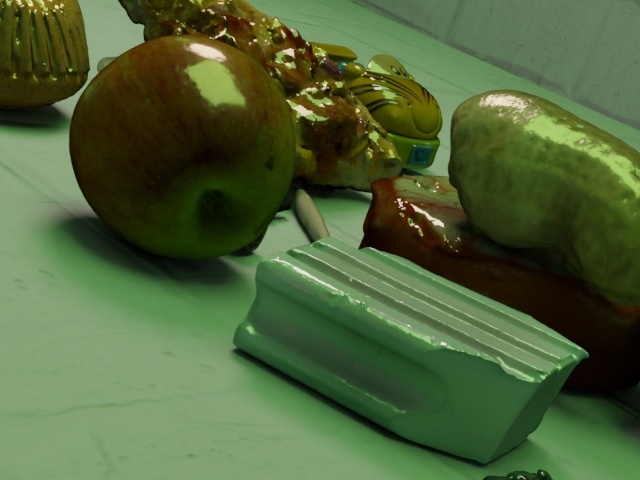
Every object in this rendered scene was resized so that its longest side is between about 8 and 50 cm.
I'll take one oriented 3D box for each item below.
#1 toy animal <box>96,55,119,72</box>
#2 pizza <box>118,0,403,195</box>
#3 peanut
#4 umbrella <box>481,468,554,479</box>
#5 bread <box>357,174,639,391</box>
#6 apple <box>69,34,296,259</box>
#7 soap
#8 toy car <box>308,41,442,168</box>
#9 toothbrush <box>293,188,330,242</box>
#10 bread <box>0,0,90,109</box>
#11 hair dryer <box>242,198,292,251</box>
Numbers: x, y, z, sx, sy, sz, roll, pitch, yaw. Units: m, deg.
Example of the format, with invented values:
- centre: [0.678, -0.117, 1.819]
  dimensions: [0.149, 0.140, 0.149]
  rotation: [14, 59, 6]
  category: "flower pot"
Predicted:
- centre: [-0.157, -0.235, 1.637]
  dimensions: [0.266, 0.188, 0.308]
  rotation: [34, 14, 14]
  category: "toy animal"
- centre: [-0.069, -0.178, 1.490]
  dimensions: [0.409, 0.114, 0.278]
  rotation: [38, 31, -12]
  category: "pizza"
- centre: [0.210, -0.037, 1.114]
  dimensions: [0.253, 0.137, 0.122]
  rotation: [31, -19, 25]
  category: "peanut"
- centre: [0.165, 0.228, 0.598]
  dimensions: [0.143, 0.094, 0.349]
  rotation: [18, 16, -31]
  category: "umbrella"
- centre: [0.195, 0.033, 1.262]
  dimensions: [0.295, 0.114, 0.327]
  rotation: [35, 21, 35]
  category: "bread"
- centre: [-0.115, -0.075, 1.114]
  dimensions: [0.196, 0.196, 0.196]
  rotation: [19, 16, -5]
  category: "apple"
- centre: [0.069, 0.084, 0.981]
  dimensions: [0.230, 0.091, 0.145]
  rotation: [27, 20, 22]
  category: "soap"
- centre: [0.066, -0.198, 1.832]
  dimensions: [0.248, 0.142, 0.200]
  rotation: [28, 18, 34]
  category: "toy car"
- centre: [0.000, 0.000, 1.299]
  dimensions: [0.029, 0.025, 0.307]
  rotation: [7, 19, -15]
  category: "toothbrush"
- centre: [-0.362, -0.224, 1.402]
  dimensions: [0.240, 0.139, 0.240]
  rotation: [16, 19, -6]
  category: "bread"
- centre: [-0.105, -0.047, 1.304]
  dimensions: [0.173, 0.050, 0.195]
  rotation: [26, 12, 17]
  category: "hair dryer"
